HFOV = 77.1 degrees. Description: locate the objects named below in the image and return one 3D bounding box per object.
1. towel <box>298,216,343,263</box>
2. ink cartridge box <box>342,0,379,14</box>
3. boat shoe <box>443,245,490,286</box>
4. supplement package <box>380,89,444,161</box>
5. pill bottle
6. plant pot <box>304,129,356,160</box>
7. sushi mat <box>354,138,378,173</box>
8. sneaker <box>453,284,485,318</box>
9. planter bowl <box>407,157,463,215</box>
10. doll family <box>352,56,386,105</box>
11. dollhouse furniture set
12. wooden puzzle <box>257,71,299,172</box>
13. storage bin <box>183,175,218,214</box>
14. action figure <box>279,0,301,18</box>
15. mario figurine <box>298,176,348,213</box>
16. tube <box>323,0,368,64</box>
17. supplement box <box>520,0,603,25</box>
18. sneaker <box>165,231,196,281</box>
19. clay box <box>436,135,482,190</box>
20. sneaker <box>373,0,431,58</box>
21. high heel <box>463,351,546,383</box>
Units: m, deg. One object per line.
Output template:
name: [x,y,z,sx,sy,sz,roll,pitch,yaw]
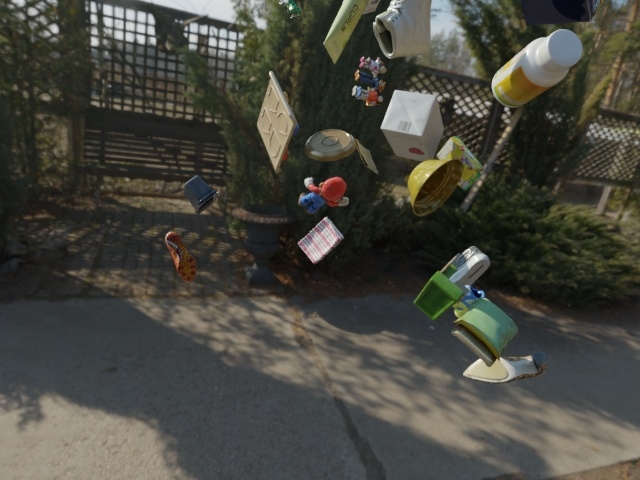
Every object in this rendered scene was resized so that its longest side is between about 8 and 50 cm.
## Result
towel: [0.000,0.000,1.927,0.144,0.197,0.029,50,10,22]
ink cartridge box: [0.215,-1.163,1.859,0.154,0.093,0.212,-28,-6,-24]
boat shoe: [0.602,0.163,1.795,0.121,0.335,0.119,33,25,-29]
supplement package: [0.397,-0.471,1.697,0.178,0.175,0.293,19,-3,26]
pill bottle: [0.623,-0.495,1.165,0.137,0.136,0.246,8,-4,-6]
plant pot: [0.042,-0.434,1.794,0.237,0.032,0.236,-4,44,4]
sushi mat: [0.235,-0.417,2.023,0.019,0.151,0.316,-24,-5,17]
sneaker: [0.568,0.260,1.487,0.240,0.126,0.091,49,34,-18]
planter bowl: [0.348,-0.190,1.290,0.217,0.217,0.090,-8,44,-43]
doll family: [0.246,-0.759,1.974,0.163,0.262,0.118,12,-13,-23]
dollhouse furniture set: [0.472,0.200,1.214,0.301,0.151,0.198,43,55,17]
wooden puzzle: [-0.192,-0.540,1.859,0.081,0.347,0.322,-9,60,-25]
storage bin: [-0.407,-0.160,1.359,0.098,0.091,0.135,-43,7,-23]
action figure: [-0.130,-1.019,1.750,0.137,0.063,0.232,40,19,-30]
mario figurine: [0.030,-0.254,2.124,0.198,0.169,0.321,9,-19,-35]
tube: [0.079,-0.607,1.086,0.070,0.240,0.062,28,-1,-26]
supplement box: [0.761,-0.846,1.171,0.195,0.356,0.194,27,-9,45]
sneaker: [-0.455,0.053,1.321,0.064,0.175,0.067,-21,-4,-21]
clay box: [0.638,-0.349,1.826,0.053,0.127,0.222,-21,69,-30]
sneaker: [0.234,-0.689,1.171,0.169,0.292,0.108,-23,25,-27]
high heel: [0.617,0.438,1.341,0.262,0.093,0.186,-18,-33,17]
